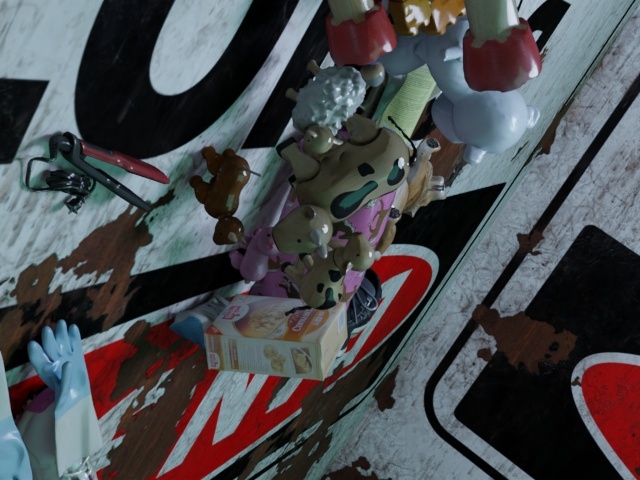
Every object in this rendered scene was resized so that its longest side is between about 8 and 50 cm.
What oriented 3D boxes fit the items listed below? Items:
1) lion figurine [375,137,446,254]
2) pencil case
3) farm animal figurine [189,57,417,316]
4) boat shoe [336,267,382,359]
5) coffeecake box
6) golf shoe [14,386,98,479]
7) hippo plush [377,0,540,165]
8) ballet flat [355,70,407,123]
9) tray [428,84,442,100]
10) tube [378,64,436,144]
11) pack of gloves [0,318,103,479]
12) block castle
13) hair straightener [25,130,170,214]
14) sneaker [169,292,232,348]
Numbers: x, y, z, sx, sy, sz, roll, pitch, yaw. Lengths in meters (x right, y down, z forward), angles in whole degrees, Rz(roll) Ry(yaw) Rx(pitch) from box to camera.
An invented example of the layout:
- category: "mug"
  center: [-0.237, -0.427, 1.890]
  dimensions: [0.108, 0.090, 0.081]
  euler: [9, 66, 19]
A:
- category: "lion figurine"
  center: [0.124, -0.070, 1.887]
  dimensions: [0.392, 0.142, 0.240]
  euler: [-47, 163, -41]
- category: "pencil case"
  center: [0.000, 0.000, 1.614]
  dimensions: [0.160, 0.167, 0.386]
  euler: [-10, 130, -44]
- category: "farm animal figurine"
  center: [0.003, -0.042, 1.365]
  dimensions: [0.327, 0.172, 0.330]
  euler: [-44, 141, 5]
- category: "boat shoe"
  center: [0.014, 0.124, 1.971]
  dimensions: [0.156, 0.187, 0.500]
  euler: [-62, 168, 11]
- category: "coffeecake box"
  center: [-0.066, 0.147, 1.532]
  dimensions: [0.142, 0.186, 0.068]
  euler: [-54, 144, -62]
- category: "golf shoe"
  center: [-0.357, 0.313, 1.397]
  dimensions: [0.115, 0.140, 0.306]
  euler: [-38, 157, -39]
- category: "hippo plush"
  center: [0.253, -0.264, 1.520]
  dimensions: [0.234, 0.236, 0.294]
  euler: [-40, -156, -10]
- category: "ballet flat"
  center: [0.067, -0.212, 1.637]
  dimensions: [0.068, 0.072, 0.213]
  euler: [10, 119, -41]
- category: "tray"
  center: [0.240, -0.308, 1.875]
  dimensions: [0.145, 0.030, 0.270]
  euler: [-26, -171, 47]
- category: "tube"
  center: [0.156, -0.255, 1.732]
  dimensions: [0.070, 0.062, 0.240]
  euler: [-18, 148, -28]
- category: "pack of gloves"
  center: [-0.351, 0.227, 1.232]
  dimensions: [0.195, 0.046, 0.232]
  euler: [-37, 133, -43]
- category: "block castle"
  center: [0.229, -0.355, 1.216]
  dimensions: [0.453, 0.303, 0.212]
  euler: [-43, 132, -29]
- category: "hair straightener"
  center: [-0.248, -0.060, 1.081]
  dimensions: [0.089, 0.047, 0.230]
  euler: [-55, 164, 5]
- category: "sneaker"
  center: [-0.180, 0.131, 1.627]
  dimensions: [0.092, 0.087, 0.228]
  euler: [-61, 170, -4]
